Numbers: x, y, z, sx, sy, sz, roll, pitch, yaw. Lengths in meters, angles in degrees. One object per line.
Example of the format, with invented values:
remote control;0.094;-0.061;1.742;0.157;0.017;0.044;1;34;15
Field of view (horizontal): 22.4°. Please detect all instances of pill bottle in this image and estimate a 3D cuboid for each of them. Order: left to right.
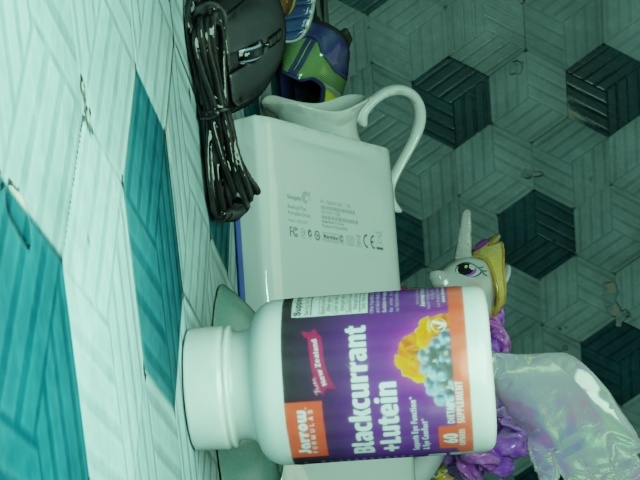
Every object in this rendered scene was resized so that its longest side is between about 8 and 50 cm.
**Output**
pill bottle;0.013;0.088;1.040;0.108;0.193;0.108;-5;90;-86

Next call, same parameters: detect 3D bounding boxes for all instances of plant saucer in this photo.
plant saucer;-0.051;0.129;1.238;0.195;0.037;0.195;-4;90;-87

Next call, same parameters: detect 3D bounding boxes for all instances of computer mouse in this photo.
computer mouse;-0.056;-0.118;1.277;0.262;0.060;0.184;-81;166;-74

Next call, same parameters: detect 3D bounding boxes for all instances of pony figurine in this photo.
pony figurine;0.125;0.164;1.656;0.363;0.303;0.351;-20;86;-45

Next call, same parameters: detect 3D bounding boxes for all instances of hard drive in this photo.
hard drive;0.004;0.063;1.429;0.210;0.040;0.318;10;73;-54

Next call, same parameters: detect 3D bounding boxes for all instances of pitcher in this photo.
pitcher;0.034;-0.059;1.726;0.125;0.178;0.207;-135;-142;-73

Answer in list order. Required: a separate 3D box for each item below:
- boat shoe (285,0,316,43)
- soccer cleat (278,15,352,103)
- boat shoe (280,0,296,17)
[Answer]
boat shoe;-0.037;-0.301;1.768;0.066;0.066;0.183;67;19;-84
soccer cleat;-0.015;-0.151;2.007;0.121;0.093;0.289;-56;160;-30
boat shoe;-0.049;-0.300;1.588;0.060;0.064;0.178;-89;177;-75
